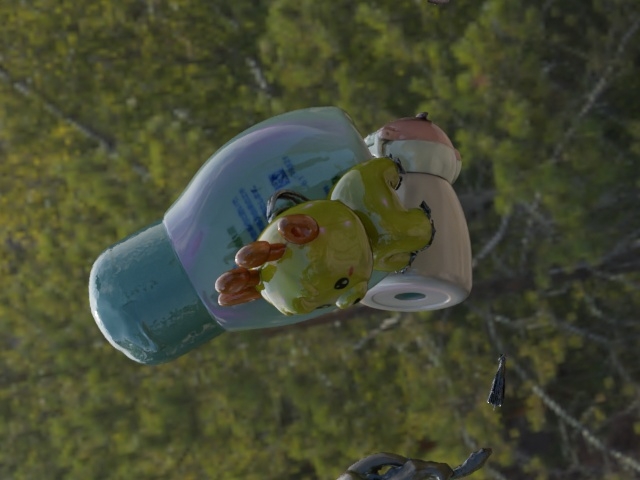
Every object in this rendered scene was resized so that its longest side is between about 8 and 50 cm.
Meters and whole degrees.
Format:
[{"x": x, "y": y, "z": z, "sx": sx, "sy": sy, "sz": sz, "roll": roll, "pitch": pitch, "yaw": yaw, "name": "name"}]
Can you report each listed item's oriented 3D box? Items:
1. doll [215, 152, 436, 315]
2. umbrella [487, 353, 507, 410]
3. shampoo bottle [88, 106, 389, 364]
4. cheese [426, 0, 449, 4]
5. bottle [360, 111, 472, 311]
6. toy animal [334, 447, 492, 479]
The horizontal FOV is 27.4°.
[{"x": 0.000, "y": 0.000, "z": 1.206, "sx": 0.135, "sy": 0.221, "sz": 0.143, "roll": 59, "pitch": 139, "yaw": 15, "name": "doll"}, {"x": 0.227, "y": 0.180, "z": 1.663, "sx": 0.020, "sy": 0.031, "sz": 0.083, "roll": 20, "pitch": 120, "yaw": 40, "name": "umbrella"}, {"x": -0.087, "y": 0.010, "z": 1.420, "sx": 0.221, "sy": 0.350, "sz": 0.151, "roll": 59, "pitch": -177, "yaw": -23, "name": "shampoo bottle"}, {"x": 0.068, "y": -0.341, "z": 1.412, "sx": 0.074, "sy": 0.286, "sz": 0.188, "roll": -37, "pitch": 61, "yaw": 41, "name": "cheese"}, {"x": 0.109, "y": -0.041, "z": 1.600, "sx": 0.147, "sy": 0.148, "sz": 0.236, "roll": 135, "pitch": 138, "yaw": -65, "name": "bottle"}, {"x": 0.024, "y": 0.197, "z": 0.879, "sx": 0.086, "sy": 0.220, "sz": 0.069, "roll": 59, "pitch": -166, "yaw": 0, "name": "toy animal"}]
